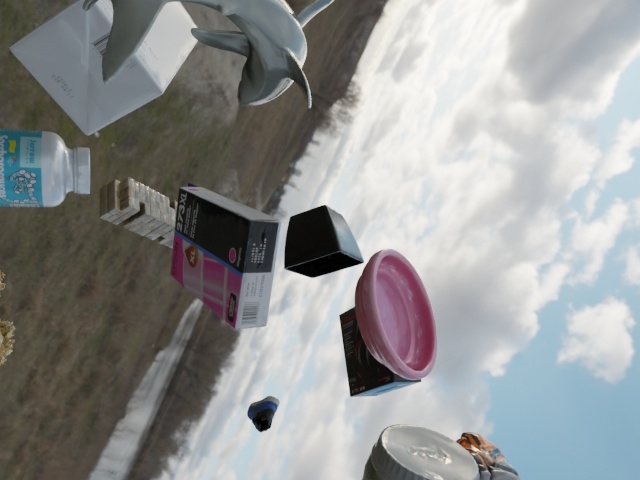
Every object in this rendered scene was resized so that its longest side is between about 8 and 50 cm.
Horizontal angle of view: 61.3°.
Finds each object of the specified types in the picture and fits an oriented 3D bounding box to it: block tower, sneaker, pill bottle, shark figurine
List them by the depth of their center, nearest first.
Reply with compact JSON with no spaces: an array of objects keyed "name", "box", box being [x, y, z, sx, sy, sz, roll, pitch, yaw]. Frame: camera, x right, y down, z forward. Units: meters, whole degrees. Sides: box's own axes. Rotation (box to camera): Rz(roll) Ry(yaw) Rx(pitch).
[{"name":"shark figurine","box":[-0.054,-0.164,0.470,0.166,0.116,0.278,-27,174,18]},{"name":"pill bottle","box":[-0.575,-0.135,1.011,0.146,0.264,0.146,178,-90,-66]},{"name":"sneaker","box":[0.325,0.562,1.353,0.180,0.321,0.124,-89,-167,-78]},{"name":"block tower","box":[-0.420,-0.053,1.445,0.091,0.335,0.097,-25,-120,25]},{"name":"sneaker","box":[-0.175,0.503,1.527,0.152,0.058,0.084,-39,-161,41]}]

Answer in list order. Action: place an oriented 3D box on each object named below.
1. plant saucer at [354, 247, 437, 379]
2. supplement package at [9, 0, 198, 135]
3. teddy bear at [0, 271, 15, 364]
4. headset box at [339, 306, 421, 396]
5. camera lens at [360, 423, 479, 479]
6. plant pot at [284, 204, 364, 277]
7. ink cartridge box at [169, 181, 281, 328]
[{"name":"plant saucer","box":[0.186,0.188,1.365,0.084,0.332,0.332,-21,-149,30]},{"name":"supplement package","box":[-0.359,-0.357,0.962,0.175,0.177,0.293,-22,-145,20]},{"name":"teddy bear","box":[-0.511,0.093,0.648,0.113,0.338,0.245,85,28,-49]},{"name":"headset box","box":[0.171,0.305,1.634,0.218,0.110,0.293,-37,-128,48]},{"name":"camera lens","box":[0.176,0.538,1.067,0.219,0.219,0.274,-105,-152,-79]},{"name":"plant pot","box":[0.000,0.000,1.634,0.188,0.187,0.167,-19,-111,22]},{"name":"ink cartridge box","box":[-0.197,0.008,0.964,0.371,0.069,0.175,24,-71,53]}]
